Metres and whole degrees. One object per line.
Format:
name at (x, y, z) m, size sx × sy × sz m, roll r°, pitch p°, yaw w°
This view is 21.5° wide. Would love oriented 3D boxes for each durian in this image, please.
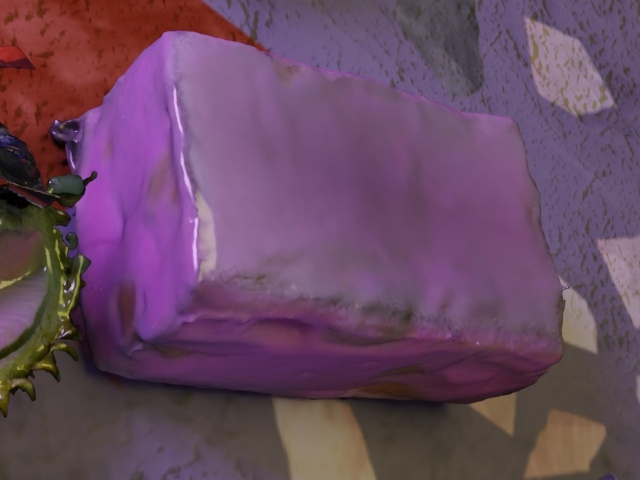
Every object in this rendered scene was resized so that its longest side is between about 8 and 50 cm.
durian at (-0.197, 0.012, 0.716) m, size 0.220 × 0.095 × 0.137 m, roll 12°, pitch 77°, yaw -39°

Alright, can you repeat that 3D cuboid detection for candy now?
candy at (0.000, 0.000, 0.888) m, size 0.265 × 0.116 × 0.155 m, roll 12°, pitch 57°, yaw -40°

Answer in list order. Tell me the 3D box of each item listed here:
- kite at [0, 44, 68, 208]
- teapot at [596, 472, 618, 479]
kite at (-0.195, -0.092, 0.751) m, size 0.232 × 0.009 × 0.189 m, roll 46°, pitch 22°, yaw 24°
teapot at (0.177, 0.172, 0.997) m, size 0.064 × 0.064 × 0.083 m, roll 42°, pitch 13°, yaw -7°
